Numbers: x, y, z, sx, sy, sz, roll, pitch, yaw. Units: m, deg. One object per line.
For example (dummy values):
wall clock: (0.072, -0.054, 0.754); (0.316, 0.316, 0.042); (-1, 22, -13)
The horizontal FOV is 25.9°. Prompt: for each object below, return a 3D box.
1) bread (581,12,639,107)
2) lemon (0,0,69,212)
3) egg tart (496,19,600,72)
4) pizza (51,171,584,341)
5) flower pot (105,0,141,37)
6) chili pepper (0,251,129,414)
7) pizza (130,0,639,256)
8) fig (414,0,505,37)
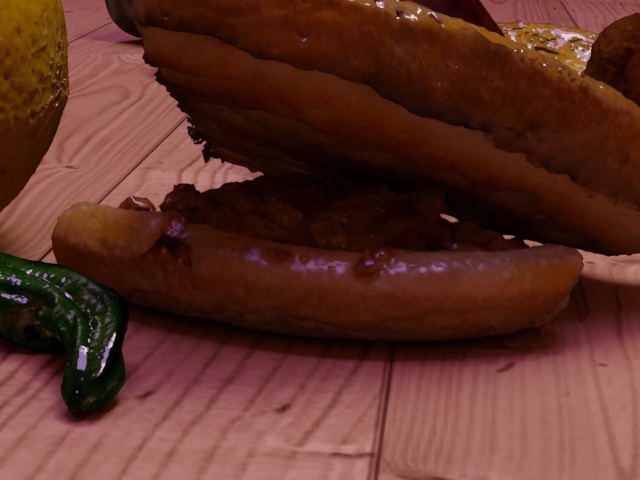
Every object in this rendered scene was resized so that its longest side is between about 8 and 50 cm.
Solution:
bread: (0.356, -0.118, 1.268); (0.232, 0.135, 0.246); (-19, 42, -42)
lemon: (-0.301, -0.118, 0.914); (0.293, 0.293, 0.293); (3, 16, -1)
egg tart: (0.255, -0.162, 1.499); (0.290, 0.107, 0.291); (7, 19, -2)
pizza: (0.000, 0.000, 0.906); (0.335, 0.086, 0.226); (4, 16, 7)
flower pot: (-0.154, -0.350, 1.927); (0.202, 0.212, 0.212); (27, 25, 28)
chili pepper: (-0.157, 0.044, 0.778); (0.182, 0.050, 0.073); (22, 16, 41)
pizza: (0.015, -0.104, 0.976); (0.439, 0.130, 0.406); (20, -8, -29)
fig: (0.059, -0.153, 1.230); (0.214, 0.235, 0.235); (-30, 2, 24)
